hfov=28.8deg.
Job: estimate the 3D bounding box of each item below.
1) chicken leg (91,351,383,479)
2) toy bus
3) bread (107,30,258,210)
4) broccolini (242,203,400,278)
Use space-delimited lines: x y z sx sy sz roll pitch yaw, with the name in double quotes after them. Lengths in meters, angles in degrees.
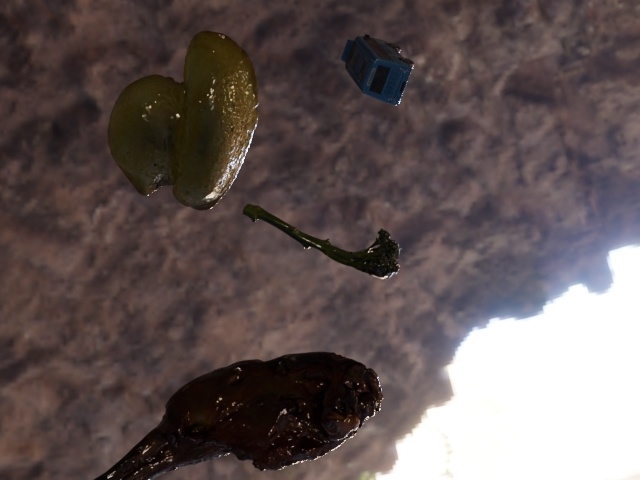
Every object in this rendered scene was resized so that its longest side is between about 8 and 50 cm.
-0.119 0.229 1.452 0.407 0.158 0.096 -21 -51 9 "chicken leg"
0.049 -0.149 1.079 0.046 0.083 0.038 14 -69 -18 "toy bus"
-0.145 -0.127 1.285 0.149 0.187 0.065 22 14 5 "bread"
0.002 0.005 1.373 0.194 0.054 0.052 16 -34 19 "broccolini"
